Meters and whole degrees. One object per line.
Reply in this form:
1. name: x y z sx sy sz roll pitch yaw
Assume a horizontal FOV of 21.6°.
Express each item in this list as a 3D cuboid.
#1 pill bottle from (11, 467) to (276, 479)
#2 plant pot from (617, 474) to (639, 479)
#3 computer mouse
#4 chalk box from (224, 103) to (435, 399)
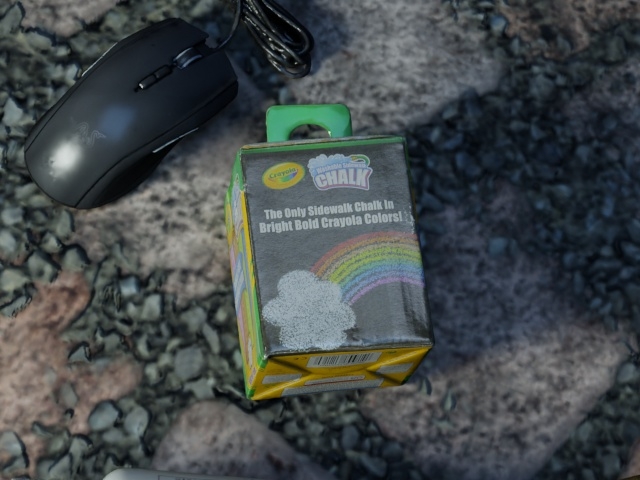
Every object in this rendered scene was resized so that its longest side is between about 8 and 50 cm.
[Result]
1. pill bottle: -0.109 0.228 1.182 0.229 0.131 0.131 6 71 -7
2. plant pot: 0.274 0.255 1.204 0.254 0.237 0.237 -24 76 -30
3. computer mouse: -0.146 -0.157 1.343 0.262 0.060 0.184 -35 81 -18
4. chalk box: 0.000 0.000 1.278 0.132 0.132 0.213 -4 71 -9
